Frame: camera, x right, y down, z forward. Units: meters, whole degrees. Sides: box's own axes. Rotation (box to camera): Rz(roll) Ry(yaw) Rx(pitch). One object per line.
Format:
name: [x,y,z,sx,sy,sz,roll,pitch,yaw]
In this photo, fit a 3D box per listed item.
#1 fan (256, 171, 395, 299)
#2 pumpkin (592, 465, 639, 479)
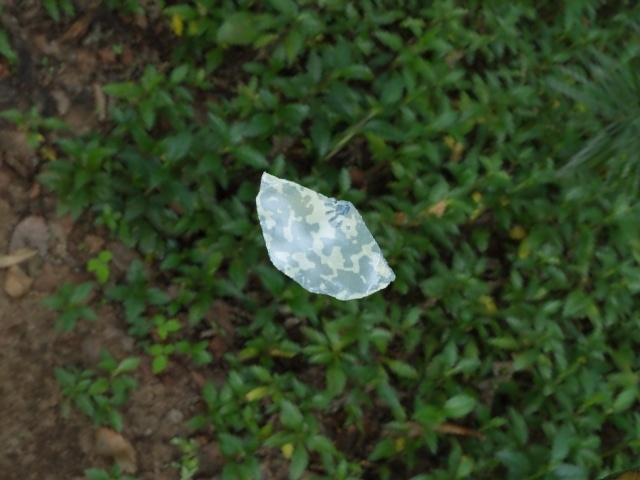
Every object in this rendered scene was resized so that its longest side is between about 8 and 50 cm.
fan: [0.000,0.000,1.443,0.240,0.009,0.131,39,82,-20]
pumpkin: [0.546,0.509,1.725,0.256,0.225,0.303,-38,88,-14]
